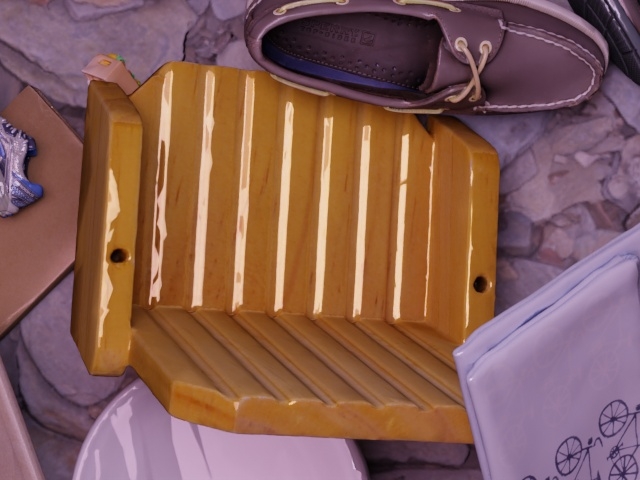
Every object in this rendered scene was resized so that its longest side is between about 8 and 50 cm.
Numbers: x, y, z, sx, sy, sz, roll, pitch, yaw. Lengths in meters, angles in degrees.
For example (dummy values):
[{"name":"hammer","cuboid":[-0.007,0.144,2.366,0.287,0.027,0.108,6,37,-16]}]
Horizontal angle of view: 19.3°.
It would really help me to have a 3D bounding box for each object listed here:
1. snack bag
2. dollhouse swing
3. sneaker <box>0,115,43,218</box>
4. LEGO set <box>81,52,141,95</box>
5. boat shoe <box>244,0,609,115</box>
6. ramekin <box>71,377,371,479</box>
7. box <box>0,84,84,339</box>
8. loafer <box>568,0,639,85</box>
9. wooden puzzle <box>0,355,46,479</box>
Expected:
[{"name":"snack bag","cuboid":[0.261,0.131,1.479,0.342,0.323,0.037,-33,35,-25]},{"name":"dollhouse swing","cuboid":[0.000,0.000,1.531,0.347,0.305,0.315,5,85,-18]},{"name":"sneaker","cuboid":[-0.300,-0.092,1.798,0.058,0.052,0.135,-20,87,1]},{"name":"LEGO set","cuboid":[-0.097,-0.068,1.721,0.107,0.132,0.287,-31,100,3]},{"name":"boat shoe","cuboid":[0.094,-0.161,1.629,0.324,0.096,0.116,10,119,-5]},{"name":"ramekin","cuboid":[-0.077,0.237,1.684,0.273,0.127,0.273,-1,84,13]},{"name":"box","cuboid":[-0.297,-0.024,1.821,0.201,0.021,0.164,-44,76,5]},{"name":"loafer","cuboid":[0.246,-0.262,1.682,0.084,0.096,0.267,-31,74,-7]},{"name":"wooden puzzle","cuboid":[-0.378,0.276,1.727,0.322,0.080,0.348,-26,76,31]}]
